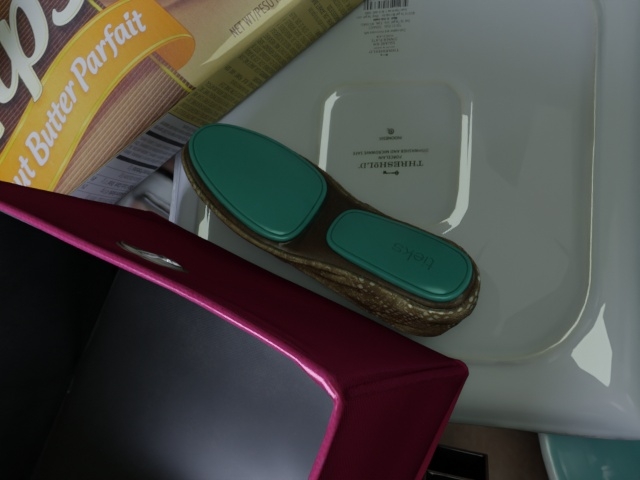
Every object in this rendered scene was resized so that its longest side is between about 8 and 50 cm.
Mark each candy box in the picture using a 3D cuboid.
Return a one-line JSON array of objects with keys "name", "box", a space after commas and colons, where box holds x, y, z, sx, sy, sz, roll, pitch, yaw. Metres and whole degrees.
[{"name": "candy box", "box": [-0.145, -0.144, 0.655, 0.316, 0.087, 0.183, -38, 81, 9]}]

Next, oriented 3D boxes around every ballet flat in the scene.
[{"name": "ballet flat", "box": [0.000, 0.000, 0.604, 0.206, 0.067, 0.073, 33, 62, 20]}]

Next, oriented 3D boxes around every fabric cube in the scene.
[{"name": "fabric cube", "box": [-0.101, 0.128, 0.522, 0.254, 0.258, 0.259, 24, 94, 20]}]

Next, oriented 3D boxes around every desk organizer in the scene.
[{"name": "desk organizer", "box": [0.079, 0.176, 0.608, 0.047, 0.130, 0.050, 11, 104, 6]}]

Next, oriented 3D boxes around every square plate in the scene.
[{"name": "square plate", "box": [0.047, -0.053, 0.662, 0.347, 0.049, 0.344, 1, 81, 18]}]

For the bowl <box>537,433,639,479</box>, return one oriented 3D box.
[{"name": "bowl", "box": [0.313, 0.103, 0.628, 0.311, 0.163, 0.312, -9, 74, 33]}]
